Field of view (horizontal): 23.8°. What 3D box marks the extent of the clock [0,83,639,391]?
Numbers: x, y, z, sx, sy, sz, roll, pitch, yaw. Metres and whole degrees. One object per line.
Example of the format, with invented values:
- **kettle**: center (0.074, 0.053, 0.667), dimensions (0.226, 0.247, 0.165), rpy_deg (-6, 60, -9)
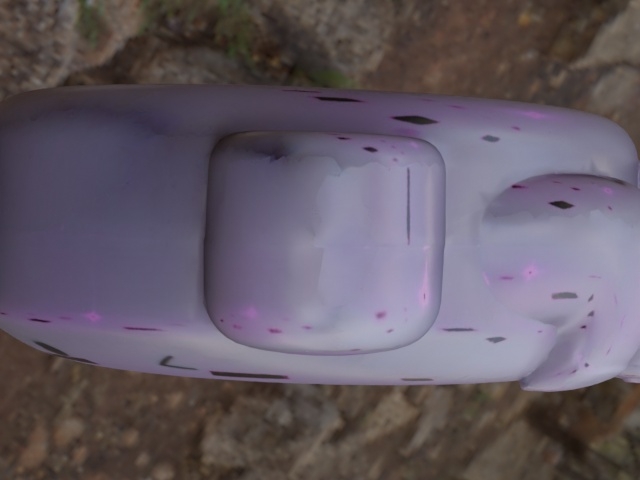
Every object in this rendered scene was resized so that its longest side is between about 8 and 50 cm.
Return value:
- **clock**: center (0.000, 0.000, 0.639), dimensions (0.322, 0.296, 0.113), rpy_deg (2, 91, -56)
